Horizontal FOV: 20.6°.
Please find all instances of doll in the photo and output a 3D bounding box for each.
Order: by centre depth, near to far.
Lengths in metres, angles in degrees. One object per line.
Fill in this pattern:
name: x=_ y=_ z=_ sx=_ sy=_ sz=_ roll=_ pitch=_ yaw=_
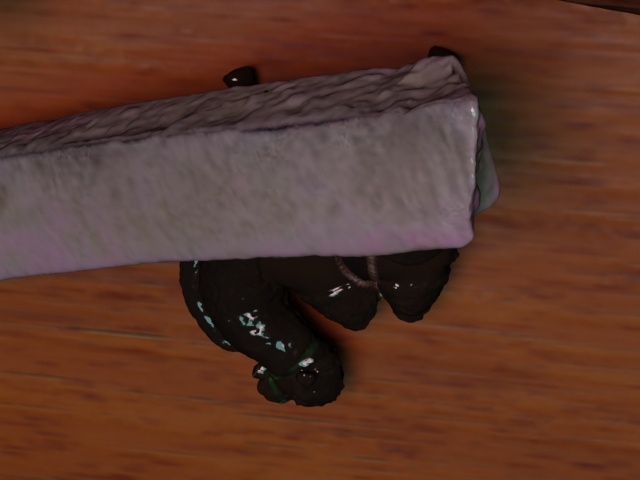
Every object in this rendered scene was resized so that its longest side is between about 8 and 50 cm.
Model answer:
doll: x=0.000 y=0.000 z=0.796 sx=0.139 sy=0.057 sz=0.165 roll=-4 pitch=111 yaw=12

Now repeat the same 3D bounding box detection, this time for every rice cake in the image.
rice cake: x=-0.076 y=-0.024 z=0.745 sx=0.365 sy=0.056 sz=0.073 roll=-7 pitch=112 yaw=35

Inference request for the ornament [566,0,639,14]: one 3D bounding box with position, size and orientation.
ornament: x=0.100 y=-0.169 z=0.643 sx=0.217 sy=0.235 sz=0.221 roll=12 pitch=137 yaw=4
